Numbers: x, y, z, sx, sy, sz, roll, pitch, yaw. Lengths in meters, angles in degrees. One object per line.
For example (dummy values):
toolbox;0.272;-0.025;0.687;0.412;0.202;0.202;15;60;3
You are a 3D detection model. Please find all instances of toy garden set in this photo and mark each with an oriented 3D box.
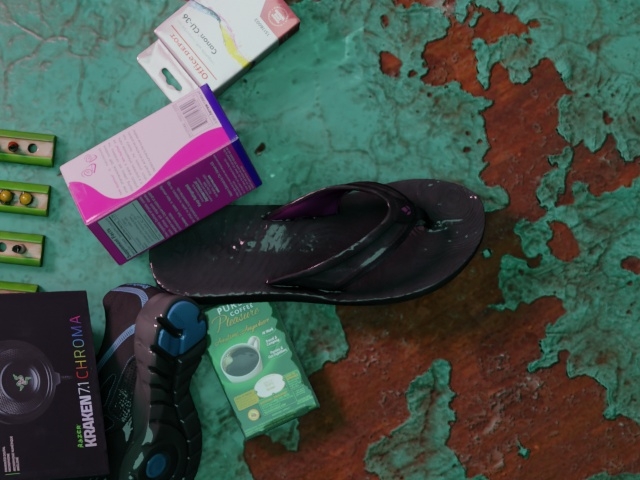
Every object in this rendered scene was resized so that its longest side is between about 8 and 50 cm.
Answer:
toy garden set;-0.467;-0.030;1.686;0.203;0.049;0.244;6;90;-2

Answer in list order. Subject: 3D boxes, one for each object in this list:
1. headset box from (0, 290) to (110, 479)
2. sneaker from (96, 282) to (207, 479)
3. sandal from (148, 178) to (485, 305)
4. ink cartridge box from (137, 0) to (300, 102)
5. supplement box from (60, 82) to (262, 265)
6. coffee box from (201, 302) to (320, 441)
headset box;-0.423;0.198;1.561;0.283;0.131;0.246;-1;65;-24
sneaker;-0.234;0.220;1.674;0.139;0.125;0.341;19;104;39
sandal;-0.001;0.002;1.649;0.445;0.107;0.168;-8;67;-2
ink cartridge box;-0.138;-0.266;1.688;0.198;0.067;0.115;-40;92;-1
supplement box;-0.205;-0.084;1.645;0.220;0.114;0.111;-29;55;-2
coffee box;-0.087;0.160;1.702;0.113;0.040;0.184;-25;91;-4
